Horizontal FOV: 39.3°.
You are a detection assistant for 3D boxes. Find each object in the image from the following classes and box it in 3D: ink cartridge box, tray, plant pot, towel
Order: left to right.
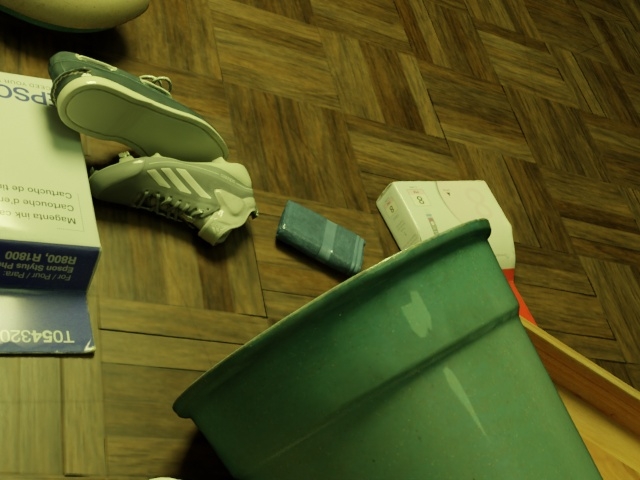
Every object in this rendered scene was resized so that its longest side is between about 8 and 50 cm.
[{"bbox_3d":[-0.386,-0.047,0.872,0.324,0.071,0.330,4,50,-34],"label":"ink cartridge box"},{"bbox_3d":[0.000,0.000,1.140,0.119,0.029,0.067,28,41,-13],"label":"towel"},{"bbox_3d":[0.095,0.211,0.814,0.341,0.341,0.334,-20,75,-45],"label":"plant pot"},{"bbox_3d":[0.205,0.019,1.255,0.189,0.066,0.232,-3,51,-37],"label":"ink cartridge box"},{"bbox_3d":[0.292,0.232,1.102,0.410,0.076,0.203,32,44,-7],"label":"tray"}]

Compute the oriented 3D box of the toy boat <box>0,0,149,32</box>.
[{"bbox_3d":[-0.338,-0.388,1.182,0.267,0.148,0.318,23,50,-10],"label":"toy boat"}]

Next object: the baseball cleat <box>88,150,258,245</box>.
[{"bbox_3d":[-0.161,-0.046,1.034,0.205,0.072,0.109,-7,67,-34],"label":"baseball cleat"}]

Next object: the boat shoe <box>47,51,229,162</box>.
[{"bbox_3d":[-0.207,-0.142,1.037,0.254,0.095,0.079,17,37,-50],"label":"boat shoe"}]

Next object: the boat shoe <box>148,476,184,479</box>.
[{"bbox_3d":[-0.033,0.321,0.670,0.135,0.156,0.367,-34,65,-14],"label":"boat shoe"}]
